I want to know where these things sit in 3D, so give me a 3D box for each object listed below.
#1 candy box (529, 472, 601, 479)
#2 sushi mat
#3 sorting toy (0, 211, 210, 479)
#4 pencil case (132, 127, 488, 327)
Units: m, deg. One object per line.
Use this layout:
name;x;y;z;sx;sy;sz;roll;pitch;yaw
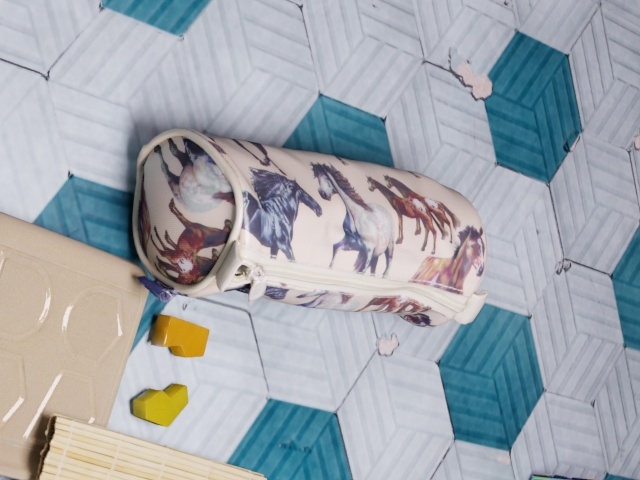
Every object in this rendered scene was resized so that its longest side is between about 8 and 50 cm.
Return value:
candy box;0.302;0.484;2.224;0.268;0.122;0.317;46;59;-35
sushi mat;-0.168;0.273;1.793;0.316;0.019;0.151;25;77;-48
sorting toy;-0.235;0.119;1.743;0.307;0.041;0.229;24;76;-49
pencil case;0.000;0.000;1.876;0.410;0.160;0.183;9;47;-45
